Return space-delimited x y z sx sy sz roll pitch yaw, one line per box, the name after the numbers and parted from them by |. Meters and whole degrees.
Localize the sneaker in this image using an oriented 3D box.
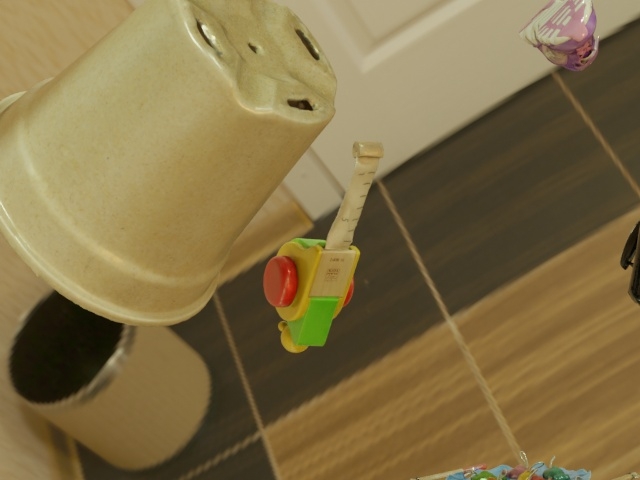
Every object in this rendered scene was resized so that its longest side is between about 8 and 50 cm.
0.373 -0.299 1.896 0.095 0.104 0.236 -42 8 4 | sneaker

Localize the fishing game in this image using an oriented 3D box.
0.239 0.289 1.581 0.264 0.189 0.041 -7 88 53 | fishing game

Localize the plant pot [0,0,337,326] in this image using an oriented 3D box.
-0.157 -0.126 1.414 0.305 0.334 0.334 -42 42 30 | plant pot

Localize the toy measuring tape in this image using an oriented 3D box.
0.000 0.000 1.686 0.121 0.121 0.330 43 126 43 | toy measuring tape

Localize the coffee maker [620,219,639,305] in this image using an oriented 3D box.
0.447 -0.006 1.567 0.120 0.171 0.178 5 101 0 | coffee maker
